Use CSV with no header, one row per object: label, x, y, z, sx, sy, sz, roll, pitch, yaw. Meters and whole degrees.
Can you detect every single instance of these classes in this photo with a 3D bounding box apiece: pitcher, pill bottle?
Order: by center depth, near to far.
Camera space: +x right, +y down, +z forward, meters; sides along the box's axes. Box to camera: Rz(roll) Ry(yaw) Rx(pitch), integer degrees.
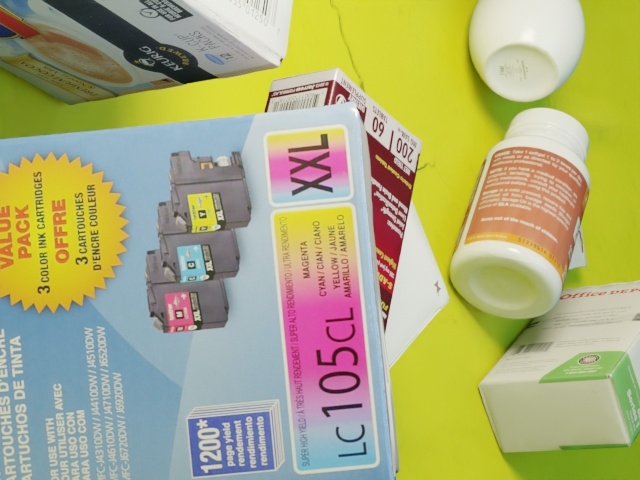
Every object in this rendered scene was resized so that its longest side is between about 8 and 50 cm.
pill bottle,0.220,-0.033,2.043,0.121,0.121,0.216,51,46,-36
pitcher,0.237,-0.231,2.125,0.207,0.125,0.177,-77,156,-45

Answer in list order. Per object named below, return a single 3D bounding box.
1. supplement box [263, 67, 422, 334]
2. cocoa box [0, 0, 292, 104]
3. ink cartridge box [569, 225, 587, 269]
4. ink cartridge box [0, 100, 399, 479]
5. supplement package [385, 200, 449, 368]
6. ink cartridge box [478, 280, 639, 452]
supplement box,0.000,0.000,1.515,0.130,0.073,0.239,37,57,-44
cocoa box,-0.201,-0.278,1.405,0.347,0.228,0.231,30,60,-48
ink cartridge box,0.262,0.005,2.175,0.115,0.029,0.063,-4,86,-56
ink cartridge box,-0.153,0.060,1.340,0.151,0.395,0.270,50,34,-83
supplement package,-0.033,0.035,1.651,0.262,0.145,0.204,-45,120,-49
ink cartridge box,0.295,0.134,2.079,0.219,0.160,0.092,-41,118,-50
